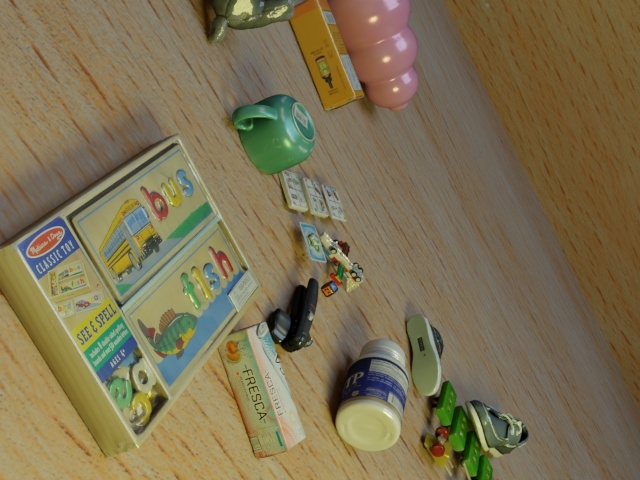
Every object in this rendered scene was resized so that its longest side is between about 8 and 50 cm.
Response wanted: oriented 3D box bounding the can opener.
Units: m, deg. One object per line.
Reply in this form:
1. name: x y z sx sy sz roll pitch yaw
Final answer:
1. can opener: -0.032 0.118 1.449 0.073 0.059 0.186 59 27 -20

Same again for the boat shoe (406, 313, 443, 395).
1. boat shoe: 0.235 0.250 1.875 0.083 0.065 0.183 37 39 -47

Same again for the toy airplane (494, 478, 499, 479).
1. toy airplane: 0.399 0.616 1.973 0.151 0.028 0.151 44 34 -41

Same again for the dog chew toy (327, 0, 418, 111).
1. dog chew toy: 0.134 -0.462 2.073 0.207 0.206 0.332 -62 135 -58

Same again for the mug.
1. mug: -0.074 -0.189 1.548 0.129 0.097 0.158 66 25 -7

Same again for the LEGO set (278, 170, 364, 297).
1. LEGO set: 0.000 0.000 1.642 0.182 0.060 0.244 14 52 -54

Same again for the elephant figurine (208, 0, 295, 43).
1. elephant figurine: -0.133 -0.481 1.606 0.239 0.186 0.169 -119 -152 -53

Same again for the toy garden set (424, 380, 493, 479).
1. toy garden set: 0.284 0.452 1.849 0.244 0.049 0.204 63 24 -15

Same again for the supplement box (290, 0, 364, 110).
1. supplement box: 0.012 -0.402 1.907 0.233 0.078 0.080 69 22 -1

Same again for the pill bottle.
1. pill bottle: 0.096 0.262 1.534 0.112 0.112 0.187 58 27 -23

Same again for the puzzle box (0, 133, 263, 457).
1. puzzle box: -0.223 0.044 1.131 0.272 0.052 0.409 62 26 -14

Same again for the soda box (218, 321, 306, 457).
1. soda box: -0.085 0.214 1.271 0.063 0.058 0.183 -15 86 -65

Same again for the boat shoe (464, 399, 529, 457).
1. boat shoe: 0.401 0.413 1.985 0.319 0.099 0.116 48 21 -59
